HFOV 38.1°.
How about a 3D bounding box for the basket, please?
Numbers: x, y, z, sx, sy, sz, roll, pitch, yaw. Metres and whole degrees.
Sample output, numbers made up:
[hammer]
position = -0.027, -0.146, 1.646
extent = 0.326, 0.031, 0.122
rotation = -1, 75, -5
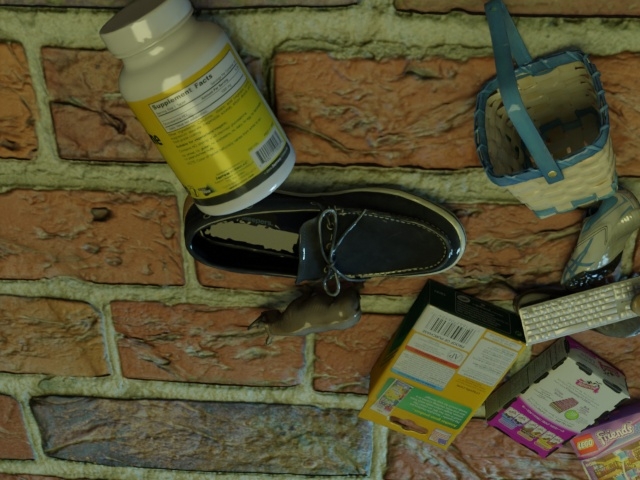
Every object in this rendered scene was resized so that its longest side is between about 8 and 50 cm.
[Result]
[basket]
position = 0.318, -0.185, 1.363
extent = 0.201, 0.254, 0.289
rotation = -17, 133, 21

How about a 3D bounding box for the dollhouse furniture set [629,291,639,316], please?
[dollhouse furniture set]
position = 0.639, 0.070, 1.515
extent = 0.161, 0.212, 0.242
rotation = 29, 99, -31

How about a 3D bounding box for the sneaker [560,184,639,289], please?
[sneaker]
position = 0.476, 0.000, 1.592
extent = 0.085, 0.086, 0.237
rotation = -6, 142, -22

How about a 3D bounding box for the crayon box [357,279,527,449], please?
[crayon box]
position = 0.227, 0.245, 1.786
extent = 0.203, 0.083, 0.323
rotation = 22, 124, -8

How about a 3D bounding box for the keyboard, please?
[keyboard]
position = 0.484, 0.121, 1.653
extent = 0.256, 0.014, 0.072
rotation = -15, 98, 1

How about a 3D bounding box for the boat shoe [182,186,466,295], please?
[boat shoe]
position = 0.000, 0.000, 1.602
extent = 0.501, 0.156, 0.186
rotation = 7, 124, 1

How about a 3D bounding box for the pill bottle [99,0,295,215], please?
[pill bottle]
position = -0.193, -0.218, 1.451
extent = 0.188, 0.188, 0.334
rotation = -20, 120, 20

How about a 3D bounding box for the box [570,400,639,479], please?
[box]
position = 0.663, 0.412, 1.819
extent = 0.293, 0.057, 0.200
rotation = -25, 96, 23

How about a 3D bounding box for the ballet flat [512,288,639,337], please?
[ballet flat]
position = 0.472, 0.127, 1.691
extent = 0.250, 0.058, 0.084
rotation = 5, 97, -2

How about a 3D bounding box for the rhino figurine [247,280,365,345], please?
[rhino figurine]
position = -0.029, 0.137, 1.730
extent = 0.243, 0.106, 0.073
rotation = -15, 121, 17

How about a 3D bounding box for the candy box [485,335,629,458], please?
[candy box]
position = 0.455, 0.306, 1.805
extent = 0.159, 0.071, 0.233
rotation = 33, 124, -15
